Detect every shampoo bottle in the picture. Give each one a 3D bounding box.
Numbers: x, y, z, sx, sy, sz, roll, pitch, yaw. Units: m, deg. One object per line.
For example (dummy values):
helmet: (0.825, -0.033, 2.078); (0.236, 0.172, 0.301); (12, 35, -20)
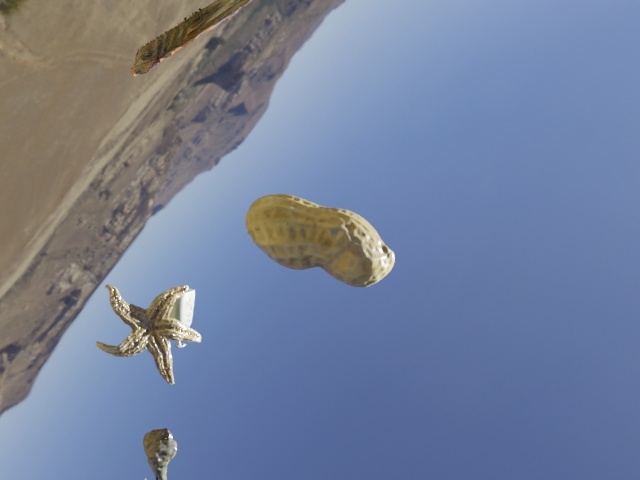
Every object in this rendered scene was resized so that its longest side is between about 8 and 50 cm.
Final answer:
shampoo bottle: (-0.356, 0.200, 1.263); (0.077, 0.045, 0.151); (-10, 110, -77)

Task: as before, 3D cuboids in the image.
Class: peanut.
peanut: (0.000, 0.000, 0.978); (0.147, 0.306, 0.147); (-165, -90, -89)

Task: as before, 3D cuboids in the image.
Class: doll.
doll: (-0.275, 0.451, 0.834); (0.091, 0.285, 0.203); (-9, 178, -42)

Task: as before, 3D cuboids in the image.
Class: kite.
kite: (-0.164, -0.352, 0.764); (0.378, 0.013, 0.327); (2, -132, 43)

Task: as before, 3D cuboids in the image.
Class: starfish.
starfish: (-0.381, 0.199, 1.135); (0.236, 0.277, 0.062); (-37, -170, -34)
